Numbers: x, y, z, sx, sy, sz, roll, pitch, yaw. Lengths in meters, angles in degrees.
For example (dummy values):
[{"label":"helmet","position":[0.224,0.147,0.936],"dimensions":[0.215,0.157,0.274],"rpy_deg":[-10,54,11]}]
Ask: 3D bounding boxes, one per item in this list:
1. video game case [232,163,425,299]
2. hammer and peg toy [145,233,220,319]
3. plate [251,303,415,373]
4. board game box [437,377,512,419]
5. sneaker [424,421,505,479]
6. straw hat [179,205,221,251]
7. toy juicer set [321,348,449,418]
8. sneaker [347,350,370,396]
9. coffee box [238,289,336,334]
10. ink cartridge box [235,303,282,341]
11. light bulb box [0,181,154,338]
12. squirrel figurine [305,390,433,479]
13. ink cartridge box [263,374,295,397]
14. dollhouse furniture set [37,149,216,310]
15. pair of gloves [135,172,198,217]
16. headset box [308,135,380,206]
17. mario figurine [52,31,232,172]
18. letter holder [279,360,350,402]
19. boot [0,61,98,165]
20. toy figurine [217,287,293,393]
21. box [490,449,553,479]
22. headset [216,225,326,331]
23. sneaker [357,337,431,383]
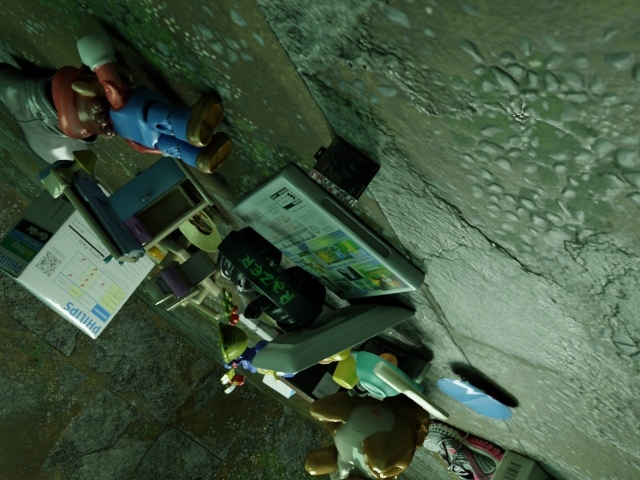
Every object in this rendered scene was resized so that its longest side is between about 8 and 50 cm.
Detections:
[{"label":"video game case","position":[0.000,0.000,1.303],"dimensions":[0.300,0.036,0.329],"rpy_deg":[39,161,-12]},{"label":"hammer and peg toy","position":[-0.407,0.081,2.074],"dimensions":[0.266,0.127,0.361],"rpy_deg":[21,157,33]},{"label":"plate","position":[0.011,0.187,1.440],"dimensions":[0.045,0.277,0.278],"rpy_deg":[68,157,-2]},{"label":"board game box","position":[0.336,0.326,1.524],"dimensions":[0.169,0.033,0.133],"rpy_deg":[31,157,-1]},{"label":"sneaker","position":[0.379,0.591,1.969],"dimensions":[0.121,0.112,0.299],"rpy_deg":[44,161,-23]},{"label":"straw hat","position":[-0.258,-0.047,1.597],"dimensions":[0.145,0.061,0.144],"rpy_deg":[25,142,22]},{"label":"toy juicer set","position":[0.113,0.263,1.521],"dimensions":[0.329,0.089,0.209],"rpy_deg":[8,147,51]},{"label":"sneaker","position":[0.099,0.359,1.881],"dimensions":[0.105,0.115,0.281],"rpy_deg":[33,162,7]},{"label":"coffee box","position":[-0.069,0.180,1.763],"dimensions":[0.247,0.098,0.141],"rpy_deg":[31,161,15]},{"label":"ink cartridge box","position":[-0.137,0.202,1.919],"dimensions":[0.150,0.109,0.063],"rpy_deg":[39,160,-10]},{"label":"light bulb box","position":[-0.744,0.042,2.194],"dimensions":[0.225,0.361,0.358],"rpy_deg":[19,155,41]},{"label":"squirrel figurine","position":[0.136,0.614,1.946],"dimensions":[0.281,0.397,0.370],"rpy_deg":[26,116,35]},{"label":"ink cartridge box","position":[-0.090,0.425,2.298],"dimensions":[0.104,0.060,0.180],"rpy_deg":[29,-155,20]},{"label":"dollhouse furniture set","position":[-0.297,-0.043,1.263],"dimensions":[0.286,0.198,0.303],"rpy_deg":[52,176,3]},{"label":"pair of gloves","position":[-0.368,-0.095,1.736],"dimensions":[0.198,0.023,0.159],"rpy_deg":[44,160,-25]},{"label":"headset box","position":[0.029,-0.096,0.969],"dimensions":[0.083,0.062,0.032],"rpy_deg":[37,161,-2]},{"label":"mario figurine","position":[-0.293,-0.233,1.172],"dimensions":[0.321,0.170,0.198],"rpy_deg":[20,114,16]},{"label":"letter holder","position":[-0.021,0.412,2.175],"dimensions":[0.302,0.152,0.214],"rpy_deg":[36,164,-3]},{"label":"boot","position":[-0.578,-0.248,1.597],"dimensions":[0.223,0.118,0.338],"rpy_deg":[19,160,28]},{"label":"toy figurine","position":[-0.134,0.264,1.795],"dimensions":[0.218,0.191,0.362],"rpy_deg":[4,151,0]},{"label":"box","position":[0.558,0.666,1.844],"dimensions":[0.275,0.113,0.094],"rpy_deg":[45,158,-30]},{"label":"headset","position":[-0.119,0.102,1.492],"dimensions":[0.243,0.185,0.394],"rpy_deg":[42,178,3]},{"label":"sneaker","position":[0.160,0.280,1.634],"dimensions":[0.118,0.083,0.222],"rpy_deg":[42,160,-8]}]
